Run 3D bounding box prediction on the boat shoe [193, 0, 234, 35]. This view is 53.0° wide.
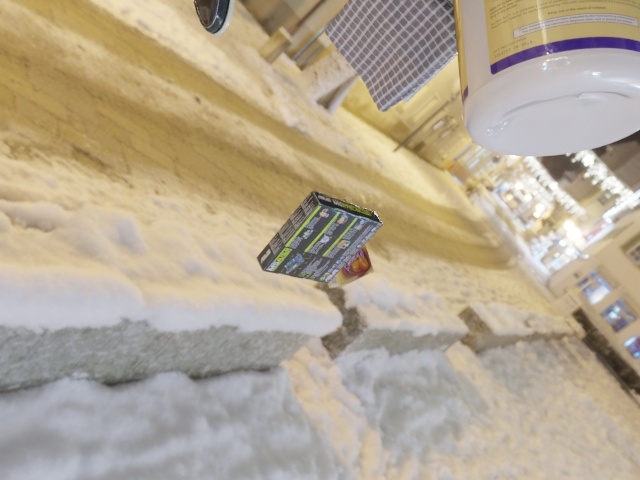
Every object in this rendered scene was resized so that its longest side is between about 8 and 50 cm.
[{"bbox_3d":[-0.269,-0.628,1.411,0.113,0.127,0.340,-5,95,-48],"label":"boat shoe"}]

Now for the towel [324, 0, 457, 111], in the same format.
[{"bbox_3d":[0.156,-0.420,1.296,0.235,0.284,0.121,49,52,-3],"label":"towel"}]

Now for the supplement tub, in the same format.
[{"bbox_3d":[0.294,-0.300,0.830,0.241,0.241,0.331,25,61,-60],"label":"supplement tub"}]

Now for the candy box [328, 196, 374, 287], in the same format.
[{"bbox_3d":[0.045,0.004,1.474,0.109,0.053,0.186,-22,95,-40],"label":"candy box"}]

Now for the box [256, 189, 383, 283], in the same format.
[{"bbox_3d":[0.000,0.000,1.263,0.184,0.190,0.045,16,36,-41],"label":"box"}]
